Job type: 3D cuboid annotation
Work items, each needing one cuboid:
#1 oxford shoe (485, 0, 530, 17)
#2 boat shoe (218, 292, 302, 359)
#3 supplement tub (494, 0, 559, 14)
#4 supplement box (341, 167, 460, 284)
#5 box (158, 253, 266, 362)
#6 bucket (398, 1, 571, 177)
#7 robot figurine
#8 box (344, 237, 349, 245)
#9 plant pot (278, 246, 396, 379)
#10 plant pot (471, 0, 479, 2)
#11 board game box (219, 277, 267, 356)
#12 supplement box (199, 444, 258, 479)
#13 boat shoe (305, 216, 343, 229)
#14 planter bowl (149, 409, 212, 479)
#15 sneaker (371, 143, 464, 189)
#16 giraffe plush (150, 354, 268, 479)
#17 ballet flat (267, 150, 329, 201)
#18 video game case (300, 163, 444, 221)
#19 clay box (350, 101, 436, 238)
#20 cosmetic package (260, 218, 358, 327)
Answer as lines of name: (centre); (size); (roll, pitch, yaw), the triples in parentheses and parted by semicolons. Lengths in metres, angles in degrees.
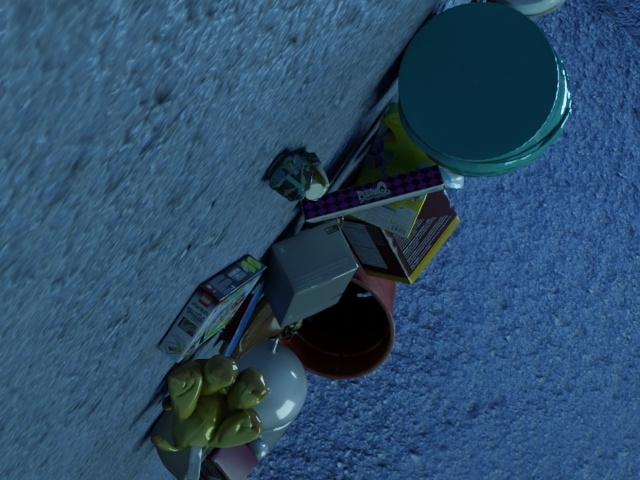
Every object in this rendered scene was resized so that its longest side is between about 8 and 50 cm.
oxford shoe: (0.379, -0.459, 2.071); (0.133, 0.130, 0.363); (-47, 177, 30)
boat shoe: (-0.077, 0.135, 2.104); (0.307, 0.104, 0.111); (-48, 173, -41)
supplement tub: (0.326, -0.425, 1.695); (0.144, 0.144, 0.199); (-54, 174, 16)
supplement box: (0.152, -0.053, 2.204); (0.129, 0.194, 0.191); (11, -128, 45)
box: (-0.150, 0.092, 1.539); (0.114, 0.036, 0.207); (-55, 175, 18)
bucket: (0.250, -0.232, 1.692); (0.281, 0.281, 0.183); (-53, 169, 7)
robot figurine: (-0.146, 0.337, 2.324); (0.353, 0.199, 0.300); (120, -31, -55)
box: (0.085, -0.071, 2.350); (0.126, 0.072, 0.137); (-54, 175, 22)
plant pot: (0.053, 0.120, 2.406); (0.272, 0.272, 0.265); (-56, -175, 32)
plant pot: (0.321, -0.281, 2.115); (0.267, 0.235, 0.267); (-54, 174, 13)
board game box: (-0.144, 0.133, 1.878); (0.169, 0.033, 0.133); (-64, 177, 3)
supplement box: (-0.233, 0.432, 2.221); (0.188, 0.104, 0.081); (3, -136, 45)
boat shoe: (0.000, 0.000, 2.049); (0.073, 0.073, 0.207); (-53, 175, -37)
planter bowl: (-0.252, 0.361, 2.051); (0.162, 0.109, 0.162); (-52, 174, -7)
sneaker: (0.192, -0.148, 2.081); (0.087, 0.228, 0.092); (-1, -102, 51)
giraffe plush: (-0.190, 0.269, 1.826); (0.210, 0.181, 0.170); (-64, -166, 11)
ballet flat: (-0.022, -0.076, 1.394); (0.070, 0.070, 0.188); (-54, 175, 12)
video game case: (0.093, -0.077, 1.822); (0.232, 0.042, 0.210); (-15, 179, 8)
clay box: (0.141, -0.129, 1.943); (0.053, 0.127, 0.222); (-70, -177, -72)
cosmetic package: (-0.025, 0.061, 1.900); (0.127, 0.107, 0.238); (-23, 169, -13)
